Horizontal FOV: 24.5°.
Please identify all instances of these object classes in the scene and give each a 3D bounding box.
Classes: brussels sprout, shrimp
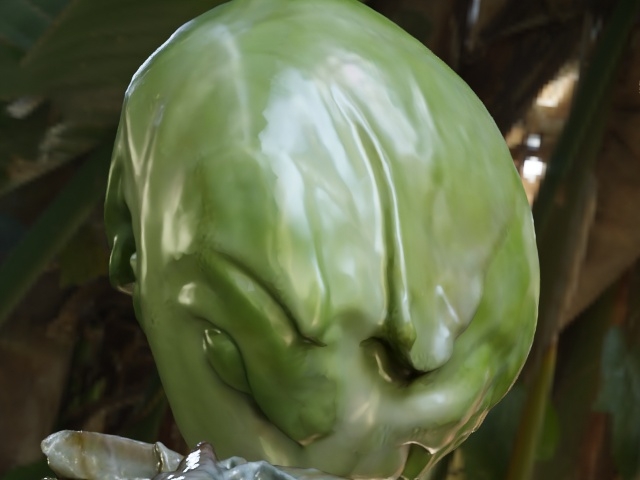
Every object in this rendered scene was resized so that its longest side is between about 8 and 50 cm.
[{"bbox_3d":[0.000,0.000,0.932,0.328,0.328,0.247,15,-24,-41],"label":"brussels sprout"},{"bbox_3d":[-0.033,0.126,0.653,0.317,0.077,0.168,2,-21,37],"label":"shrimp"}]
